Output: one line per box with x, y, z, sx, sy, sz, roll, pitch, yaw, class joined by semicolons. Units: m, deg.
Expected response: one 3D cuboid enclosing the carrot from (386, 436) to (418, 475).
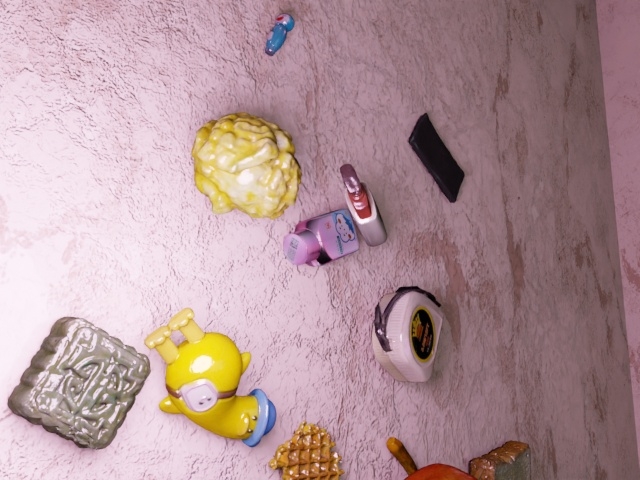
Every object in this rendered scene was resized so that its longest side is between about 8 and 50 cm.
0.230;0.599;1.692;0.042;0.042;0.170;-51;120;-39;carrot

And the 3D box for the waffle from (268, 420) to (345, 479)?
-0.033;0.543;1.420;0.231;0.051;0.228;-45;114;-42;waffle

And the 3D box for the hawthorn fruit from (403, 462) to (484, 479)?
0.331;0.697;1.593;0.330;0.287;0.287;-35;107;-37;hawthorn fruit

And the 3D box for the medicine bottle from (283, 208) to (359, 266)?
0.000;0.000;1.528;0.188;0.094;0.119;-21;95;-46;medicine bottle

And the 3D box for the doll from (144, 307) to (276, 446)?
-0.214;0.294;1.236;0.199;0.145;0.363;-35;120;-11;doll

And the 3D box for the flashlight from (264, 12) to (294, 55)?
-0.103;-0.515;1.559;0.051;0.051;0.129;37;61;-35;flashlight

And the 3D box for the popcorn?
-0.152;-0.150;1.293;0.256;0.255;0.195;38;55;-27;popcorn

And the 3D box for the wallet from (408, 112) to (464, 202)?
0.382;-0.268;2.028;0.285;0.030;0.146;49;54;-26;wallet

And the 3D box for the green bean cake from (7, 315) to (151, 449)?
-0.406;0.246;1.068;0.183;0.094;0.185;44;58;-33;green bean cake

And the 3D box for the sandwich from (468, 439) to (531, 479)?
0.577;0.791;1.976;0.273;0.095;0.249;2;84;-47;sandwich

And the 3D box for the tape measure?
0.231;0.228;1.706;0.231;0.133;0.271;51;48;-37;tape measure

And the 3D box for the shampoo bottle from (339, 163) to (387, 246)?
0.105;-0.092;1.560;0.284;0.071;0.153;58;14;-67;shampoo bottle
